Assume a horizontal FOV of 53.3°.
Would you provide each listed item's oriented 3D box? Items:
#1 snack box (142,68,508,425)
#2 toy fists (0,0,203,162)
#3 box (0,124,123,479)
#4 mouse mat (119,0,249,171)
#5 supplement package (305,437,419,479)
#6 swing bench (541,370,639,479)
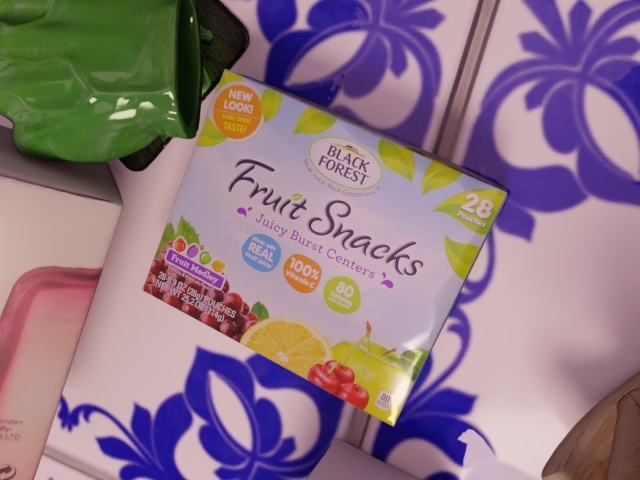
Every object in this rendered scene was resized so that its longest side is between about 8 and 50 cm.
[{"bbox_3d":[0.000,0.000,0.453,0.207,0.070,0.174,27,103,11],"label":"snack box"},{"bbox_3d":[-0.156,-0.188,0.448,0.142,0.096,0.279,0,81,3],"label":"toy fists"},{"bbox_3d":[-0.247,0.042,0.470,0.127,0.148,0.232,16,103,-28],"label":"box"},{"bbox_3d":[-0.164,-0.170,0.519,0.189,0.007,0.152,46,105,7],"label":"mouse mat"},{"bbox_3d":[0.012,0.258,0.457,0.105,0.105,0.179,24,102,14],"label":"supplement package"},{"bbox_3d":[0.244,0.205,0.303,0.165,0.255,0.253,-35,84,13],"label":"swing bench"}]
